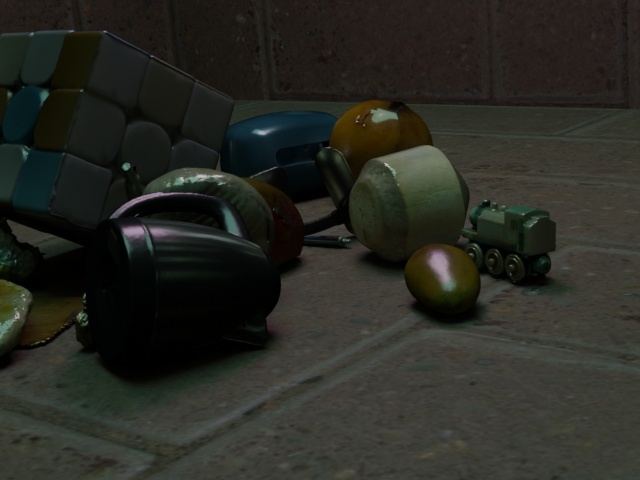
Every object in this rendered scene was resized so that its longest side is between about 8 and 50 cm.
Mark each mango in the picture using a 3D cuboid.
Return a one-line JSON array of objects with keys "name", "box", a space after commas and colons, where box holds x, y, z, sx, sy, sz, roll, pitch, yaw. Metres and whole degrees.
[{"name": "mango", "box": [0.194, 0.063, 1.677, 0.111, 0.089, 0.163, -22, 29, -17]}]

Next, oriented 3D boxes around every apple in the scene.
[{"name": "apple", "box": [-0.129, -0.028, 1.985, 0.207, 0.174, 0.188, 26, 32, 33]}]

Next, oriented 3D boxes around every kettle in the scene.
[{"name": "kettle", "box": [-0.192, 0.061, 1.595, 0.271, 0.207, 0.251, -1, 20, -28]}]

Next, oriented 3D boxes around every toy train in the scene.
[{"name": "toy train", "box": [0.312, -0.003, 1.813, 0.081, 0.125, 0.194, -9, 15, -30]}]

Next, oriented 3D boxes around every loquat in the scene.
[{"name": "loquat", "box": [0.136, -0.205, 2.436, 0.235, 0.235, 0.235, -4, 15, 1]}]

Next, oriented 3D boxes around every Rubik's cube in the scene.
[{"name": "Rubik's cube", "box": [-0.426, -0.174, 2.041, 0.344, 0.346, 0.347, 10, -11, 41]}]

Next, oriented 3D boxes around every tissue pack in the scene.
[{"name": "tissue pack", "box": [-0.077, -0.201, 2.537, 0.287, 0.198, 0.206, -11, 14, -32]}]

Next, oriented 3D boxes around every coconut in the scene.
[{"name": "coconut", "box": [0.170, -0.068, 1.966, 0.222, 0.202, 0.202, -15, 17, -23]}]

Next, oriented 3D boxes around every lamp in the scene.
[{"name": "lamp", "box": [-0.051, -0.101, 2.169, 0.283, 0.203, 0.124, 14, 39, 44]}]

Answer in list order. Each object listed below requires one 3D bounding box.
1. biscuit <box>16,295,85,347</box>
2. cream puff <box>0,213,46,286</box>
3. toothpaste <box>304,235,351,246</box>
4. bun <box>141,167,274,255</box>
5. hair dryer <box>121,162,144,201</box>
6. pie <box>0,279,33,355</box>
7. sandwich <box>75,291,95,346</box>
[{"name": "biscuit", "box": [-0.505, 0.129, 1.778, 0.237, 0.013, 0.232, 1, 16, 17]}, {"name": "cream puff", "box": [-0.588, 0.031, 1.958, 0.156, 0.156, 0.121, -18, -11, -41]}, {"name": "toothpaste", "box": [0.000, 0.000, 2.100, 0.140, 0.021, 0.037, 2, 7, 35]}, {"name": "bun", "box": [-0.194, -0.011, 1.791, 0.239, 0.239, 0.141, -7, 25, -9]}, {"name": "hair dryer", "box": [-0.322, 0.000, 1.837, 0.088, 0.219, 0.225, 29, -5, 31]}, {"name": "pie", "box": [-0.600, 0.130, 1.652, 0.337, 0.075, 0.337, -4, 19, 1]}, {"name": "sandwich", "box": [-0.337, 0.111, 1.642, 0.036, 0.093, 0.105, 6, 19, 12]}]
